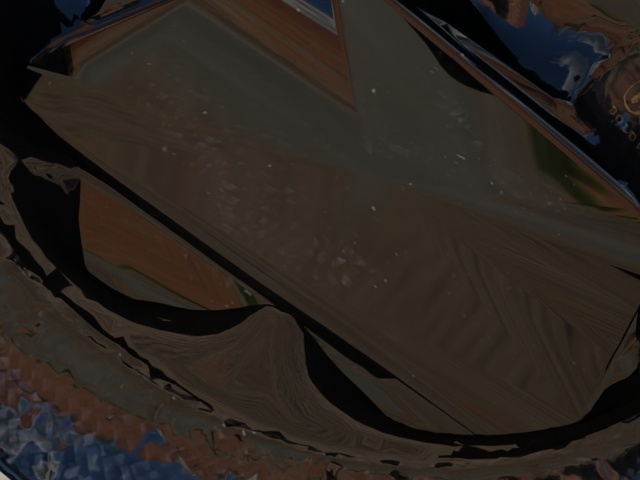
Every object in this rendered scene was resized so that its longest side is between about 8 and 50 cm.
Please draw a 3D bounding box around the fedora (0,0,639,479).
[{"bbox_3d":[0.000,0.000,0.594,0.334,0.334,0.152,-1,144,-6],"label":"fedora"}]
